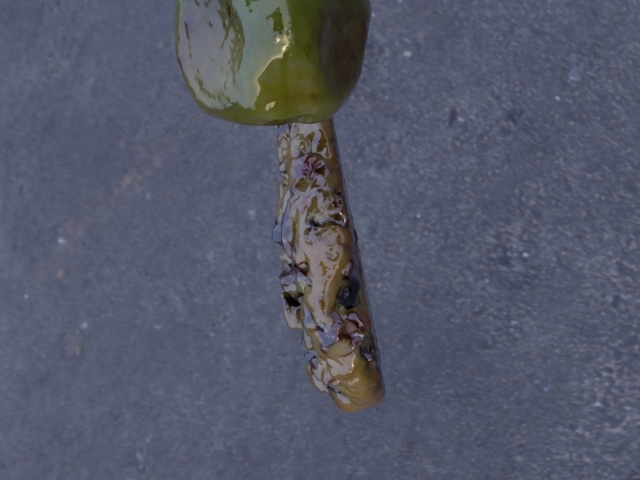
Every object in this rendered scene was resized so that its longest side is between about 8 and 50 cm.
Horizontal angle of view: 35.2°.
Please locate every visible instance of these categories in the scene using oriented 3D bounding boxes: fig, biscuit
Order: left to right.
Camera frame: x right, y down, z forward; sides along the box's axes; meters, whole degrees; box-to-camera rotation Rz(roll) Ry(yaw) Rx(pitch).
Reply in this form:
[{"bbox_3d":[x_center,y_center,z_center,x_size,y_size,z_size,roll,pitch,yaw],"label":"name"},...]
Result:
[{"bbox_3d":[-0.037,-0.160,0.739,0.154,0.166,0.144,-27,62,-1],"label":"fig"},{"bbox_3d":[0.001,0.003,0.982,0.081,0.289,0.334,-9,52,2],"label":"biscuit"}]
